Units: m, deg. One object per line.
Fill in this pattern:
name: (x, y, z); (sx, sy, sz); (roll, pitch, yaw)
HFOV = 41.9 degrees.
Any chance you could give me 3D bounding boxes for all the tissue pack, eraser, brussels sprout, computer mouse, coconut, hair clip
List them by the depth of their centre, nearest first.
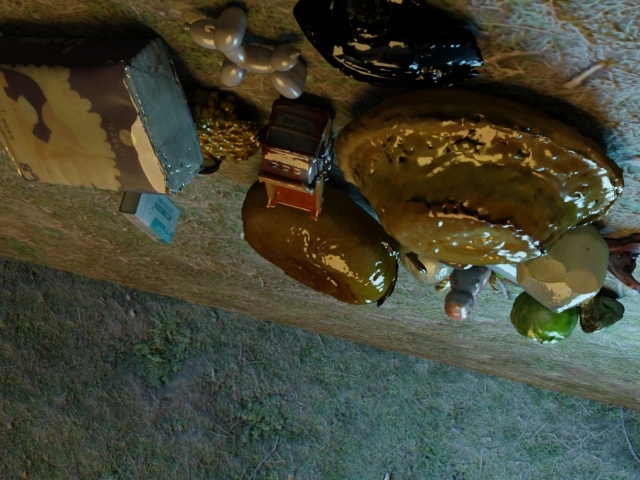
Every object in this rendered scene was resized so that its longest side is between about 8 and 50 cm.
computer mouse: (0.078, -0.235, 1.009); (0.242, 0.077, 0.146); (15, 167, 0)
tissue pack: (-0.378, -0.202, 1.334); (0.344, 0.125, 0.242); (7, 132, 27)
coconut: (0.430, 0.047, 1.506); (0.161, 0.162, 0.161); (14, 164, 4)
hair clip: (0.567, 0.022, 1.543); (0.123, 0.102, 0.138); (29, -168, -36)
brussels sprout: (0.516, 0.158, 1.917); (0.149, 0.122, 0.151); (17, -159, 20)
eraser: (-0.413, -0.070, 2.040); (0.052, 0.095, 0.225); (11, 164, 16)

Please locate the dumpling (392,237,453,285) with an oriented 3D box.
dumpling: (0.201, 0.009, 1.692); (0.167, 0.126, 0.216); (29, 171, 13)

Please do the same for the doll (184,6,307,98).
doll: (-0.101, -0.256, 1.135); (0.161, 0.059, 0.160); (13, 165, 9)

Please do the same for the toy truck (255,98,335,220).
toy truck: (-0.040, -0.128, 1.388); (0.114, 0.135, 0.270); (15, 165, 5)

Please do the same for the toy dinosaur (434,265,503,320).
toy dinosaur: (0.323, 0.098, 1.768); (0.152, 0.176, 0.194); (14, 167, 7)

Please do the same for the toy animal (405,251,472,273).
toy animal: (0.229, -0.027, 1.562); (0.188, 0.179, 0.089); (50, -178, -4)

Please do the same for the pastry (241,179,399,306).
pastry: (0.000, 0.000, 1.670); (0.356, 0.163, 0.356); (32, 167, 8)

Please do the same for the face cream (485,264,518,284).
face cream: (0.389, 0.041, 1.688); (0.250, 0.077, 0.077); (27, 161, -39)

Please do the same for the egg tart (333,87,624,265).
egg tart: (0.228, -0.067, 1.268); (0.444, 0.178, 0.443); (12, 164, 4)

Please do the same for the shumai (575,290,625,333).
shumai: (0.612, 0.146, 1.862); (0.099, 0.087, 0.124); (-28, -176, 30)

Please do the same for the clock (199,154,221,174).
clock: (-0.276, -0.181, 1.613); (0.185, 0.040, 0.184); (15, 165, 4)

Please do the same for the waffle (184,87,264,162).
waffle: (-0.185, -0.195, 1.428); (0.197, 0.070, 0.193); (14, 165, -6)
